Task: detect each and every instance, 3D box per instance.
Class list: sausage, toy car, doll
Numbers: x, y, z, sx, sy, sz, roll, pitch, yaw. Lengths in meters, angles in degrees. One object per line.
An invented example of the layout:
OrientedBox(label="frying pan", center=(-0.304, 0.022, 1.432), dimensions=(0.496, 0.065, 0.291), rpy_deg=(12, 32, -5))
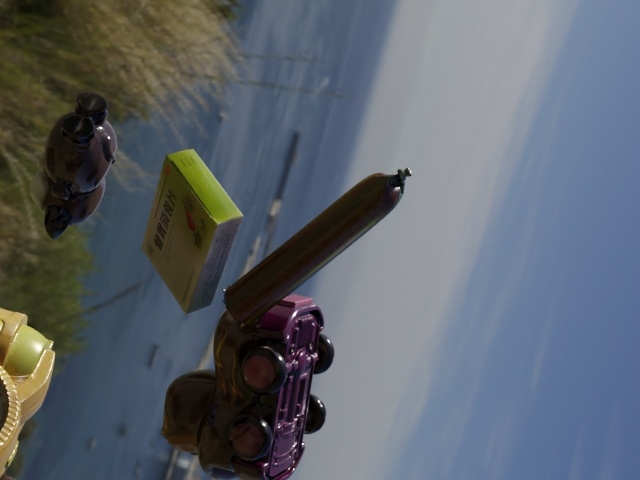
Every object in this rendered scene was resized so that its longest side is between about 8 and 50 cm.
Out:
OrientedBox(label="sausage", center=(0.000, 0.000, 1.658), dimensions=(0.371, 0.082, 0.082), rpy_deg=(-38, -166, 21))
OrientedBox(label="toy car", center=(-0.133, 0.250, 1.830), dimensions=(0.271, 0.240, 0.340), rpy_deg=(-1, 102, -69))
OrientedBox(label="doll", center=(-0.405, -0.122, 1.746), dimensions=(0.257, 0.117, 0.182), rpy_deg=(-56, -171, 49))

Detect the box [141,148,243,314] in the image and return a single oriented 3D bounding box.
OrientedBox(label="box", center=(-0.238, -0.013, 1.914), dimensions=(0.062, 0.175, 0.260), rpy_deg=(-19, 149, -34))

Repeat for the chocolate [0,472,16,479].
OrientedBox(label="chocolate", center=(-0.637, 0.561, 1.995), dimensions=(0.248, 0.110, 0.110), rpy_deg=(-62, 178, -9))

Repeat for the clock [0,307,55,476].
OrientedBox(label="clock", center=(-0.508, 0.230, 1.415), dimensions=(0.317, 0.244, 0.200), rpy_deg=(-83, -171, -54))
